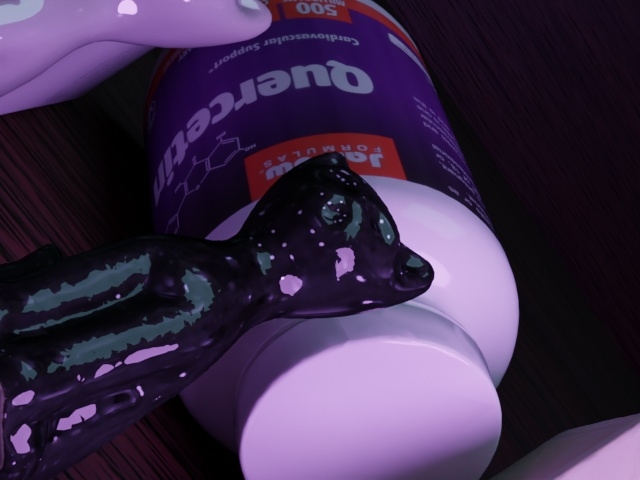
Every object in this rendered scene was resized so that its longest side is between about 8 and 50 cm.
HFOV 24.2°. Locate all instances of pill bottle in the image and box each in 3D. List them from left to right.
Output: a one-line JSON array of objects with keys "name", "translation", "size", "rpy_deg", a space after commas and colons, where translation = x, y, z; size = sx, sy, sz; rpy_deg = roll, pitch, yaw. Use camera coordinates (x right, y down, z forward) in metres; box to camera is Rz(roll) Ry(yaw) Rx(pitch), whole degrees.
[{"name": "pill bottle", "translation": [0.000, 0.000, 0.814], "size": [0.181, 0.181, 0.323], "rpy_deg": [50, 14, -33]}]

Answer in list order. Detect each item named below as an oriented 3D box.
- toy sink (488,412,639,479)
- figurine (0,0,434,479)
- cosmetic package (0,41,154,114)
[{"name": "toy sink", "translation": [0.079, 0.206, 0.686], "size": [0.153, 0.234, 0.131], "rpy_deg": [58, -17, 4]}, {"name": "figurine", "translation": [-0.080, -0.037, 0.562], "size": [0.209, 0.092, 0.215], "rpy_deg": [-21, 75, -36]}, {"name": "cosmetic package", "translation": [-0.135, -0.126, 0.751], "size": [0.085, 0.117, 0.231], "rpy_deg": [57, 11, -1]}]
